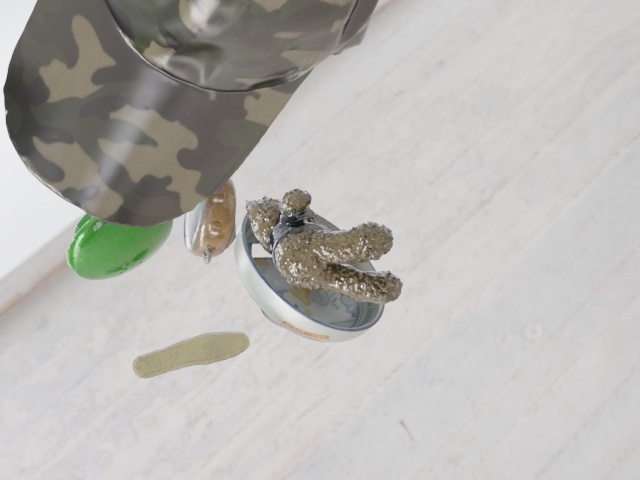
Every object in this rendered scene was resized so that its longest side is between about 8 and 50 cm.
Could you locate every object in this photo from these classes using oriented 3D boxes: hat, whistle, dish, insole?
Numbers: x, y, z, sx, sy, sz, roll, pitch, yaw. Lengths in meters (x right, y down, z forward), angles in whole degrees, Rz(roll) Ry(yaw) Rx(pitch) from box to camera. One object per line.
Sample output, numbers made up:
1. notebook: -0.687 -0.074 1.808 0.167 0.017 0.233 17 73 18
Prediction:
1. hat: -0.133 -0.196 0.919 0.382 0.366 0.257 -66 19 -6
2. whistle: -0.137 -0.067 1.189 0.057 0.107 0.220 7 58 -21
3. dish: -0.043 0.077 1.545 0.134 0.273 0.273 -49 25 31
4. insole: -0.269 0.233 1.980 0.248 0.011 0.081 -14 47 -14

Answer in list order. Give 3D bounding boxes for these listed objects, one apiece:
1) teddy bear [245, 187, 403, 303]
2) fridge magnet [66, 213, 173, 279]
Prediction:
1. teddy bear: -0.012 0.011 1.350 0.251 0.182 0.129 23 44 35
2. fridge magnet: -0.362 -0.008 1.713 0.208 0.208 0.088 -32 65 -8
